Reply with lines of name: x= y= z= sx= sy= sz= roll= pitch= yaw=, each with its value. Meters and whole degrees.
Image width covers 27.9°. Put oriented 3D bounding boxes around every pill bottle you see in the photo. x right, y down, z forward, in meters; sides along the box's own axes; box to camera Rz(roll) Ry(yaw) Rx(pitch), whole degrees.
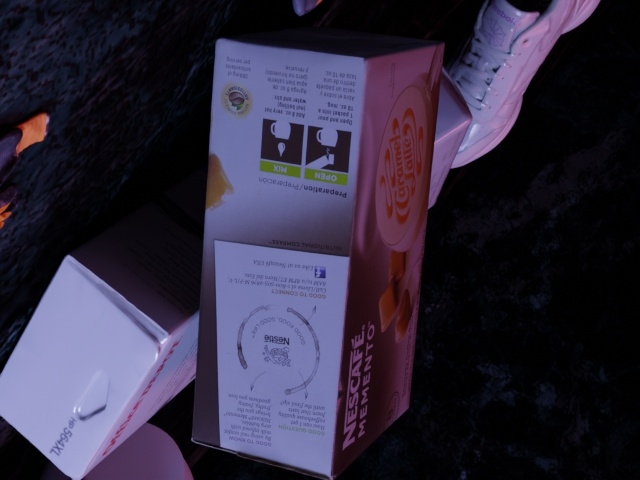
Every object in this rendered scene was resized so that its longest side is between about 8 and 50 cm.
pill bottle: x=-0.201 y=0.265 z=1.209 sx=0.146 sy=0.146 sz=0.264 roll=-45 pitch=172 yaw=-37

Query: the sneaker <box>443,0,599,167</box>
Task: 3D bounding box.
sneaker: x=0.194 y=-0.219 z=1.459 sx=0.305 sy=0.114 sz=0.152 roll=-57 pitch=158 yaw=16

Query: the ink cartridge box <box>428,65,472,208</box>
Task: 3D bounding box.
ink cartridge box: x=-0.057 y=0.001 z=1.157 sx=0.385 sy=0.091 sz=0.308 roll=-32 pitch=171 yaw=-7

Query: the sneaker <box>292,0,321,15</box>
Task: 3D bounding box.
sneaker: x=-0.015 y=-0.131 z=0.367 sx=0.321 sy=0.124 sz=0.180 roll=-42 pitch=168 yaw=-51

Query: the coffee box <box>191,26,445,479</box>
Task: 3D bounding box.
coffee box: x=0.000 y=0.000 z=0.788 sx=0.141 sy=0.098 sz=0.247 roll=-24 pitch=122 yaw=-63

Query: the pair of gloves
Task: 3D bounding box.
pair of gloves: x=-0.152 y=-0.018 z=0.573 sx=0.074 sy=0.010 sz=0.083 roll=-43 pitch=169 yaw=-46

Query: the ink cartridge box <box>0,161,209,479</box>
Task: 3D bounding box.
ink cartridge box: x=-0.109 y=0.044 z=0.865 sx=0.148 sy=0.086 sz=0.203 roll=-56 pitch=171 yaw=33
